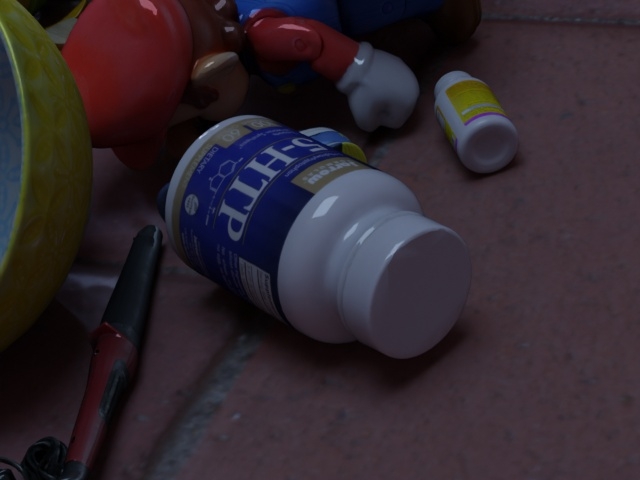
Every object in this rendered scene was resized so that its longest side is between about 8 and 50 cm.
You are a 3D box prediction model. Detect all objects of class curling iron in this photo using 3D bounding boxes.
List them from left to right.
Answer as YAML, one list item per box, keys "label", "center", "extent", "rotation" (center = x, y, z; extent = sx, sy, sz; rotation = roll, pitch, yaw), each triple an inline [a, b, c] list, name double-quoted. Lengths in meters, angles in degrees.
- label: "curling iron"
  center: [-0.143, 0.073, 1.195]
  extent: [0.068, 0.035, 0.274]
  rotation: [-3, 38, 18]

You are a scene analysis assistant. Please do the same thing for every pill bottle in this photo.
- label: "pill bottle"
  center: [0.000, 0.000, 1.173]
  extent: [0.112, 0.112, 0.187]
  rotation: [-36, 40, -26]
- label: "pill bottle"
  center: [0.104, -0.084, 1.303]
  extent: [0.043, 0.043, 0.083]
  rotation: [-19, 36, -3]

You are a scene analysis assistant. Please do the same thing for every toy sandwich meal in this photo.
- label: "toy sandwich meal"
  center: [-0.193, -0.169, 1.544]
  extent: [0.085, 0.029, 0.085]
  rotation: [-11, 36, 8]

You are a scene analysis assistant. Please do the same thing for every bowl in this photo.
- label: "bowl"
  center: [-0.243, -0.037, 1.253]
  extent: [0.289, 0.289, 0.156]
  rotation: [16, 3, 36]

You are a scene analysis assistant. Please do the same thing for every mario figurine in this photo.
- label: "mario figurine"
  center: [-0.046, -0.128, 1.392]
  extent: [0.320, 0.170, 0.198]
  rotation: [-22, -2, -25]

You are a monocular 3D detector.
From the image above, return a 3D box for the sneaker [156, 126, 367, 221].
- label: "sneaker"
  center: [-0.042, -0.041, 1.299]
  extent: [0.144, 0.053, 0.059]
  rotation: [-14, 31, -7]

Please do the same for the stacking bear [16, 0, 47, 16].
- label: "stacking bear"
  center: [-0.297, -0.224, 1.547]
  extent: [0.164, 0.175, 0.289]
  rotation: [-29, 22, 39]
